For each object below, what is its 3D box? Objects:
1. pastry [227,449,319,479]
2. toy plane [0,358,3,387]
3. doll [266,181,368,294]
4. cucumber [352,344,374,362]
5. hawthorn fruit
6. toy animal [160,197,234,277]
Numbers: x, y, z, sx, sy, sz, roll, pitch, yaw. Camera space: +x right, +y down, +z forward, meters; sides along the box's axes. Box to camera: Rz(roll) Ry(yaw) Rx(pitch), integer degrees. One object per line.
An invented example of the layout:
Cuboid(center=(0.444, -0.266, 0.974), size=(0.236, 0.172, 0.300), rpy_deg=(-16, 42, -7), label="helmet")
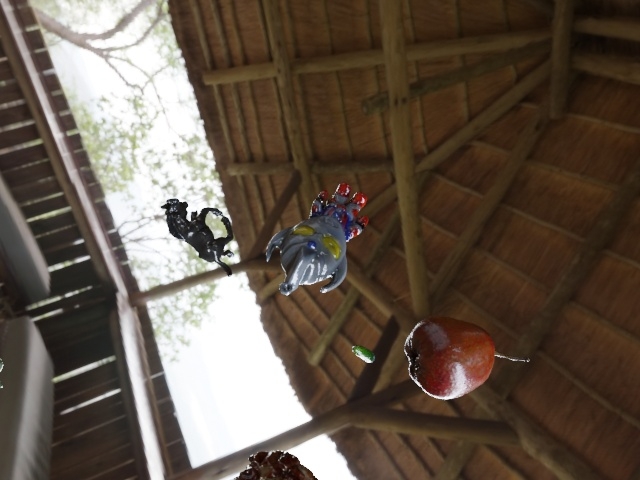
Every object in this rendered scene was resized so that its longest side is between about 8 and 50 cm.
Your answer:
Cuboid(center=(-0.048, 0.295, 0.567), size=(0.115, 0.097, 0.209), rpy_deg=(21, -65, 27), label="pastry")
Cuboid(center=(-0.352, 0.149, 0.558), size=(0.040, 0.111, 0.102), rpy_deg=(42, -48, 13), label="toy plane")
Cuboid(center=(0.001, 0.000, 0.789), size=(0.104, 0.195, 0.062), rpy_deg=(41, -32, -9), label="doll")
Cuboid(center=(0.143, 0.357, 1.833), size=(0.155, 0.037, 0.037), rpy_deg=(40, 15, -53), label="cucumber")
Cuboid(center=(0.264, 0.211, 1.091), size=(0.162, 0.203, 0.163), rpy_deg=(177, -90, -76), label="hawthorn fruit")
Cuboid(center=(-0.284, -0.009, 1.410), size=(0.084, 0.148, 0.233), rpy_deg=(-35, -83, 36), label="toy animal")
